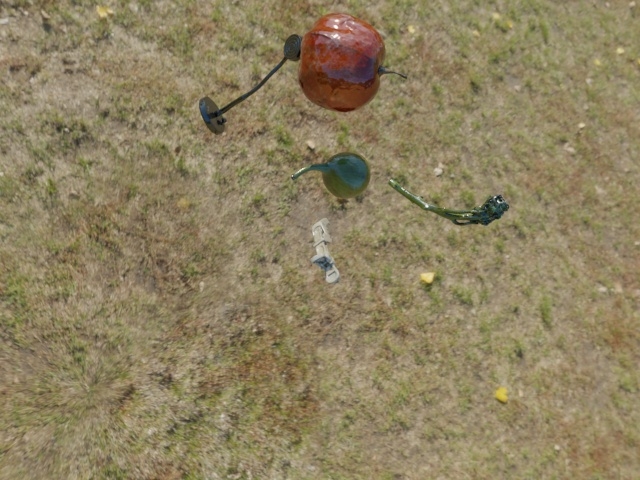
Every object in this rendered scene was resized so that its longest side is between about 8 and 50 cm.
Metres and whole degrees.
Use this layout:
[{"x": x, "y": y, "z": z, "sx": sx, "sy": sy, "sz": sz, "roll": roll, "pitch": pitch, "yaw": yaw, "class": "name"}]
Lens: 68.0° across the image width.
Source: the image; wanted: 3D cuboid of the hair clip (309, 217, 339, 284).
[{"x": 0.000, "y": 0.000, "z": 1.011, "sx": 0.072, "sy": 0.034, "sz": 0.226, "roll": 45, "pitch": 21, "yaw": -29, "class": "hair clip"}]

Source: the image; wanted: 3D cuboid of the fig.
[{"x": 0.027, "y": -0.196, "z": 1.383, "sx": 0.246, "sy": 0.149, "sz": 0.149, "roll": 4, "pitch": 72, "yaw": -31, "class": "fig"}]

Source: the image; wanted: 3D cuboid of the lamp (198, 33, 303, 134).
[{"x": -0.199, "y": -0.427, "z": 1.291, "sx": 0.109, "sy": 0.371, "sz": 0.130, "roll": 11, "pitch": 60, "yaw": -50, "class": "lamp"}]

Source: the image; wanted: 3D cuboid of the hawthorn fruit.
[{"x": 0.082, "y": -0.432, "z": 1.179, "sx": 0.272, "sy": 0.241, "sz": 0.241, "roll": 17, "pitch": 63, "yaw": 13, "class": "hawthorn fruit"}]

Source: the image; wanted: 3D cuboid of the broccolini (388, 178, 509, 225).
[{"x": 0.184, "y": -0.057, "z": 0.720, "sx": 0.052, "sy": 0.194, "sz": 0.054, "roll": -66, "pitch": 151, "yaw": -13, "class": "broccolini"}]
